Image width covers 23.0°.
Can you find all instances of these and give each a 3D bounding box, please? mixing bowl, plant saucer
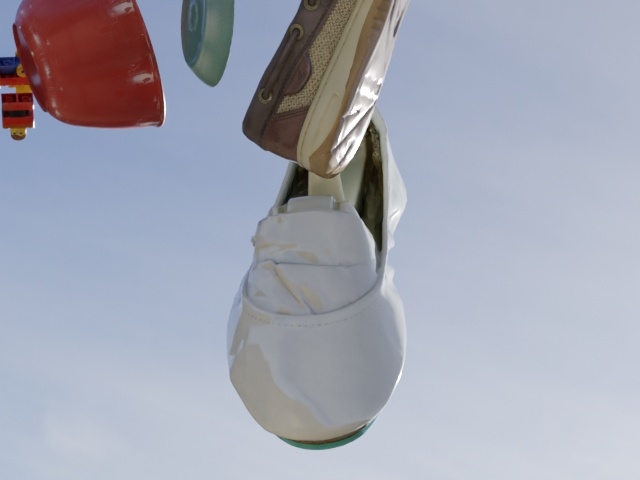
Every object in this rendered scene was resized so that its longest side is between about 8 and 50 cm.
[{"bbox_3d":[-0.221,-0.173,1.445,0.181,0.098,0.181,57,-19,33],"label":"mixing bowl"},{"bbox_3d":[-0.100,-0.192,1.357,0.021,0.119,0.119,1,-14,-20],"label":"plant saucer"}]

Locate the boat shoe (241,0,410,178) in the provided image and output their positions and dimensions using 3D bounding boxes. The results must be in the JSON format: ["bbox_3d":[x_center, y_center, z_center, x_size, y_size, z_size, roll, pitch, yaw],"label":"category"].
[{"bbox_3d":[0.019,-0.191,1.165,0.092,0.285,0.103,19,2,11],"label":"boat shoe"}]

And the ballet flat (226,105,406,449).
[{"bbox_3d":[0.000,0.000,1.213,0.139,0.400,0.139,3,-61,5],"label":"ballet flat"}]

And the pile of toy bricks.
[{"bbox_3d":[-0.381,-0.124,1.584,0.212,0.118,0.105,-3,-44,-12],"label":"pile of toy bricks"}]
